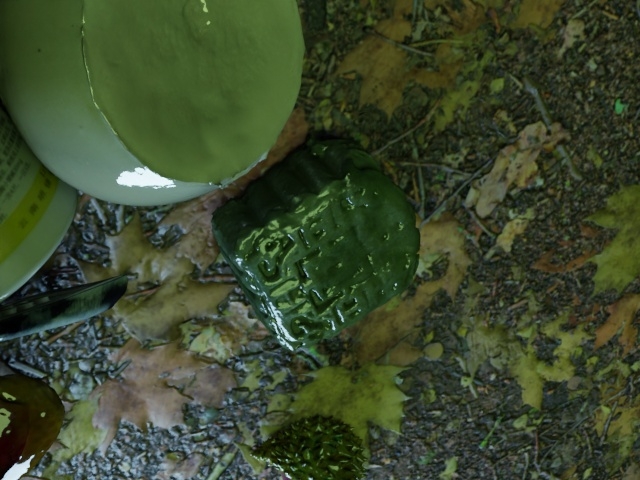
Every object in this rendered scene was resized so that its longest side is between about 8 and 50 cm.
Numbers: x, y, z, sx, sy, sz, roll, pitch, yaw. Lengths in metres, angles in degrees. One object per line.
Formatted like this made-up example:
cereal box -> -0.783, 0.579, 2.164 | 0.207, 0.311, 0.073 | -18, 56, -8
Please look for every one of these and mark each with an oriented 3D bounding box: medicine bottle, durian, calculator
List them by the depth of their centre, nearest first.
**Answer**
medicine bottle -> -0.419, -0.099, 1.060 | 0.208, 0.208, 0.339 | -39, 123, -1
calculator -> -0.343, 0.086, 1.165 | 0.268, 0.177, 0.040 | -14, 92, -50
durian -> 0.015, 0.322, 1.519 | 0.119, 0.108, 0.187 | -47, 123, 5

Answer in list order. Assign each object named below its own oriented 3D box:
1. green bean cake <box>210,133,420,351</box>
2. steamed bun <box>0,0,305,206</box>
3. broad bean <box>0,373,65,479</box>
green bean cake -> 0.000, 0.000, 1.347 | 0.227, 0.125, 0.222 | -33, 124, -10
steamed bun -> -0.179, -0.197, 1.094 | 0.324, 0.206, 0.324 | -6, 98, -43
broad bean -> -0.413, 0.231, 1.281 | 0.228, 0.122, 0.156 | -32, 125, -4
